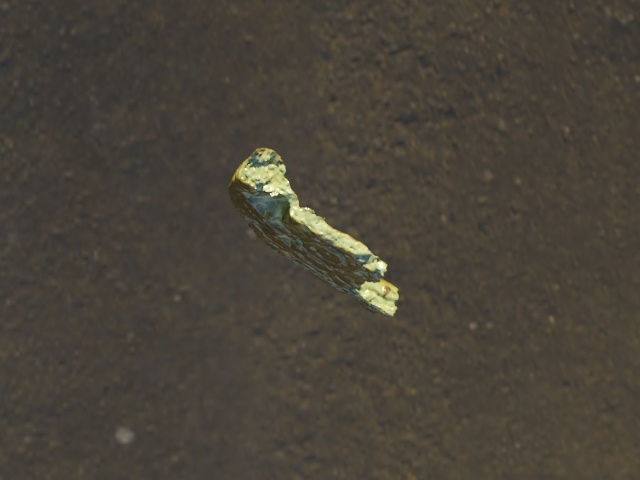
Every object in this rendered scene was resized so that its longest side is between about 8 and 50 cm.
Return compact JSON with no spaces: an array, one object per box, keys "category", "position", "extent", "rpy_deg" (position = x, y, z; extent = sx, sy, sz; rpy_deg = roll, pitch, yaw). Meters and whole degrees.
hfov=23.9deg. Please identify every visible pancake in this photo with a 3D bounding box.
[{"category":"pancake","position":[0.002,-0.005,1.753],"extent":[0.054,0.197,0.376],"rpy_deg":[-60,150,-11]}]
